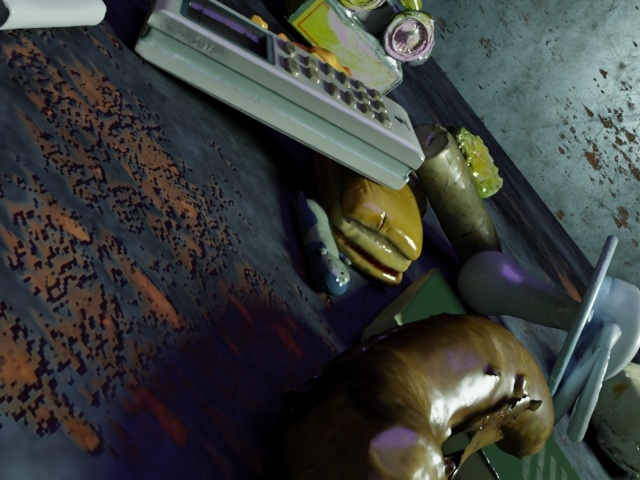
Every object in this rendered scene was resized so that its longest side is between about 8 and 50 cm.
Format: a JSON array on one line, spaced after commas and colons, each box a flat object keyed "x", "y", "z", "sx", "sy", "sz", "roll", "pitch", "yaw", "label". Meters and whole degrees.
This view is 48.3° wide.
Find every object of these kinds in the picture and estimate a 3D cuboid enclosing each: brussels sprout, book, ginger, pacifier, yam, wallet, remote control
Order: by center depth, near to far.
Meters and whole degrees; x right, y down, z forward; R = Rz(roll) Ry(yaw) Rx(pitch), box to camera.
[{"x": 0.070, "y": 0.112, "z": 0.453, "sx": 0.133, "sy": 0.107, "sz": 0.309, "roll": 33, "pitch": 22, "yaw": 22, "label": "ginger"}, {"x": -0.199, "y": -0.172, "z": 0.489, "sx": 0.061, "sy": 0.025, "sz": 0.122, "roll": 52, "pitch": 21, "yaw": -7, "label": "wallet"}, {"x": -0.031, "y": -0.147, "z": 0.670, "sx": 0.277, "sy": 0.055, "sz": 0.102, "roll": 25, "pitch": 30, "yaw": -22, "label": "remote control"}, {"x": 0.184, "y": 0.205, "z": 0.686, "sx": 0.370, "sy": 0.043, "sz": 0.260, "roll": 56, "pitch": 19, "yaw": 5, "label": "book"}, {"x": 0.281, "y": 0.095, "z": 0.913, "sx": 0.233, "sy": 0.244, "sz": 0.299, "roll": 27, "pitch": 2, "yaw": 22, "label": "pacifier"}, {"x": 0.190, "y": -0.033, "z": 0.954, "sx": 0.071, "sy": 0.067, "sz": 0.317, "roll": -61, "pitch": 141, "yaw": -21, "label": "yam"}, {"x": 0.112, "y": -0.082, "z": 0.989, "sx": 0.069, "sy": 0.051, "sz": 0.173, "roll": 46, "pitch": 16, "yaw": -35, "label": "ginger"}, {"x": 0.273, "y": -0.135, "z": 1.352, "sx": 0.181, "sy": 0.101, "sz": 0.139, "roll": 30, "pitch": 40, "yaw": -49, "label": "brussels sprout"}]

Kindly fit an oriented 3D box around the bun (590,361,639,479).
[{"x": 0.504, "y": 0.292, "z": 1.074, "sx": 0.239, "sy": 0.141, "sz": 0.239, "roll": 26, "pitch": 17, "yaw": -9, "label": "bun"}]

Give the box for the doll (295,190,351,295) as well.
[{"x": 0.000, "y": 0.000, "z": 0.633, "sx": 0.037, "sy": 0.027, "sz": 0.125, "roll": 27, "pitch": 32, "yaw": -36, "label": "doll"}]

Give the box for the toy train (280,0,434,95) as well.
[{"x": 0.060, "y": -0.347, "z": 1.114, "sx": 0.261, "sy": 0.177, "sz": 0.134, "roll": 39, "pitch": 24, "yaw": -30, "label": "toy train"}]

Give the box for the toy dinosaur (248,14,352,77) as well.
[{"x": -0.016, "y": -0.188, "z": 0.796, "sx": 0.288, "sy": 0.070, "sz": 0.117, "roll": 23, "pitch": 21, "yaw": -18, "label": "toy dinosaur"}]

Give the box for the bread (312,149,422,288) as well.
[{"x": 0.049, "y": -0.044, "z": 0.757, "sx": 0.116, "sy": 0.077, "sz": 0.200, "roll": 34, "pitch": 26, "yaw": -24, "label": "bread"}]
